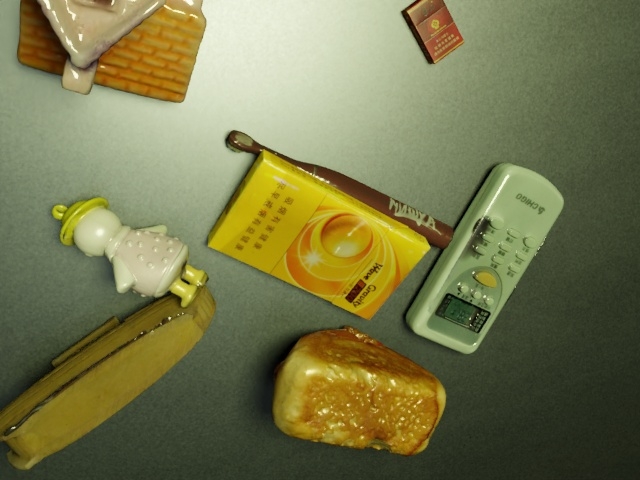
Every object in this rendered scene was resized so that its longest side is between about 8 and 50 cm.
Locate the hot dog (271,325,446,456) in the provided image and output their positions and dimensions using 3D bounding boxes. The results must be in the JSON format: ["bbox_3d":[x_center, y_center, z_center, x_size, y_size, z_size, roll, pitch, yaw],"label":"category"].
[{"bbox_3d":[0.042,0.213,0.887,0.256,0.153,0.150,17,98,-22],"label":"hot dog"}]

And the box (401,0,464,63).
[{"bbox_3d":[0.151,-0.286,0.822,0.051,0.023,0.082,-37,114,-3],"label":"box"}]

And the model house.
[{"bbox_3d":[-0.189,-0.261,0.625,0.202,0.237,0.238,11,109,-26],"label":"model house"}]

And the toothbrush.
[{"bbox_3d":[0.037,-0.067,0.852,0.363,0.041,0.041,23,100,-22],"label":"toothbrush"}]

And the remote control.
[{"bbox_3d":[0.255,0.030,0.937,0.140,0.056,0.296,25,100,-27],"label":"remote control"}]

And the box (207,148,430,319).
[{"bbox_3d":[0.000,0.000,0.844,0.269,0.043,0.152,27,117,-23],"label":"box"}]

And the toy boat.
[{"bbox_3d":[-0.275,0.163,0.799,0.321,0.121,0.089,-38,114,-17],"label":"toy boat"}]

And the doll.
[{"bbox_3d":[-0.238,0.012,0.764,0.207,0.129,0.081,31,127,-8],"label":"doll"}]
